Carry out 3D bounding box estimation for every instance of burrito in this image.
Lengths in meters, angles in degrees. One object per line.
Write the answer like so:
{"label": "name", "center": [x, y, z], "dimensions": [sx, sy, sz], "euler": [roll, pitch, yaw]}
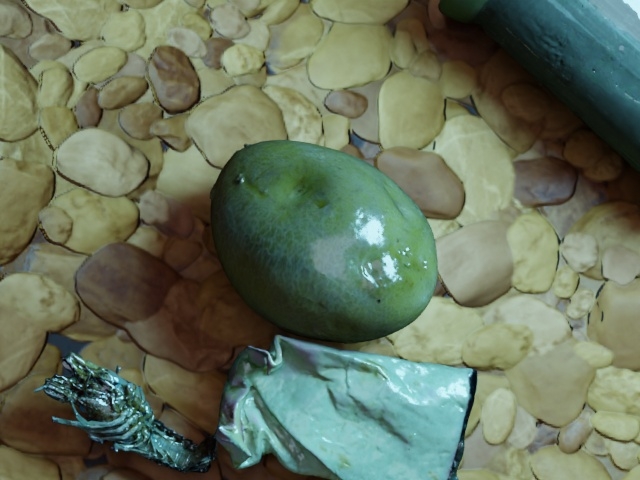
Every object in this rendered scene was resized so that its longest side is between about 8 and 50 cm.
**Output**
{"label": "burrito", "center": [0.022, 0.162, 1.826], "dimensions": [0.229, 0.089, 0.144], "euler": [15, 87, -8]}

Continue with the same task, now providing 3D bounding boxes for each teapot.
{"label": "teapot", "center": [0.318, -0.206, 1.886], "dimensions": [0.337, 0.200, 0.270], "euler": [43, 106, 4]}

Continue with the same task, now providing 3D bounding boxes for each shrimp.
{"label": "shrimp", "center": [-0.181, 0.171, 1.815], "dimensions": [0.174, 0.076, 0.082], "euler": [33, 50, -5]}

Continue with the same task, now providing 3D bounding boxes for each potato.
{"label": "potato", "center": [0.000, 0.000, 1.835], "dimensions": [0.235, 0.178, 0.160], "euler": [46, 120, 21]}
